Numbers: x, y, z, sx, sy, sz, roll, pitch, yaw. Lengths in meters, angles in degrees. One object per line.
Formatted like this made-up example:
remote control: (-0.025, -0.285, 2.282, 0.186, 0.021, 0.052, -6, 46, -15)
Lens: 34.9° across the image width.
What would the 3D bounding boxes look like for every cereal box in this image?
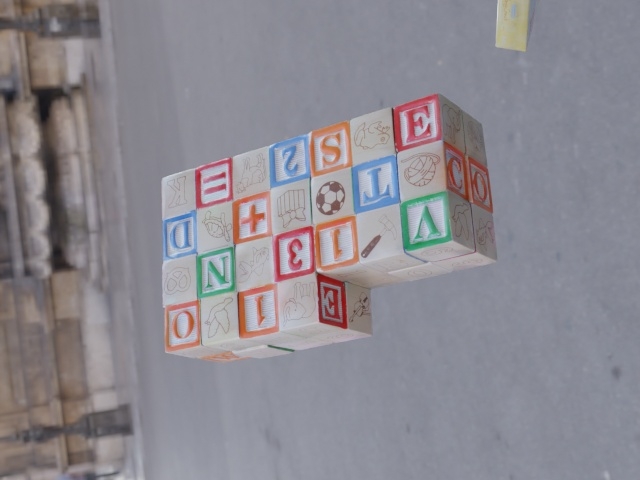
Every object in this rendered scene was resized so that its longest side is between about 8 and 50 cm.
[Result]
cereal box: (0.279, -0.394, 1.334, 0.173, 0.047, 0.240, 74, -148, -61)

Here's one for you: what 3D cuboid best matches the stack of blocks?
stack of blocks: (0.000, 0.000, 0.899, 0.297, 0.087, 0.171, -14, 70, 31)
